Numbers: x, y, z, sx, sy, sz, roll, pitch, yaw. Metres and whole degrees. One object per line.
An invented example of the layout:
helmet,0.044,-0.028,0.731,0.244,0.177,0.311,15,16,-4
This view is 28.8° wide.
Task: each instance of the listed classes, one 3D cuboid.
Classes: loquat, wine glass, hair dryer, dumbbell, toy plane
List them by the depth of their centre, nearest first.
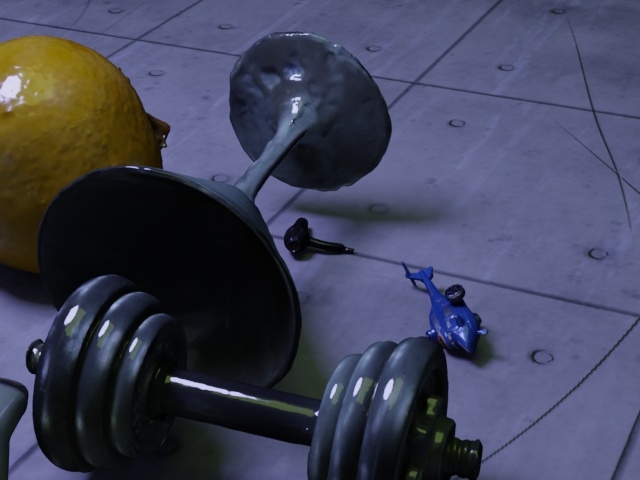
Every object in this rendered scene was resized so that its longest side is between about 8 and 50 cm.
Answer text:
dumbbell,-0.064,0.140,1.049,0.406,0.179,0.179,11,32,17
wine glass,-0.081,-0.047,1.298,0.267,0.267,0.406,8,32,17
toy plane,0.125,0.070,1.308,0.062,0.054,0.167,-30,33,3
loquat,-0.300,-0.094,1.408,0.275,0.275,0.275,-1,30,1
hair dryer,0.000,0.000,1.464,0.083,0.031,0.079,16,23,3

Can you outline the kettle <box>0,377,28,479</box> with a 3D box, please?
kettle,-0.357,0.210,0.976,0.240,0.165,0.255,-15,29,0
